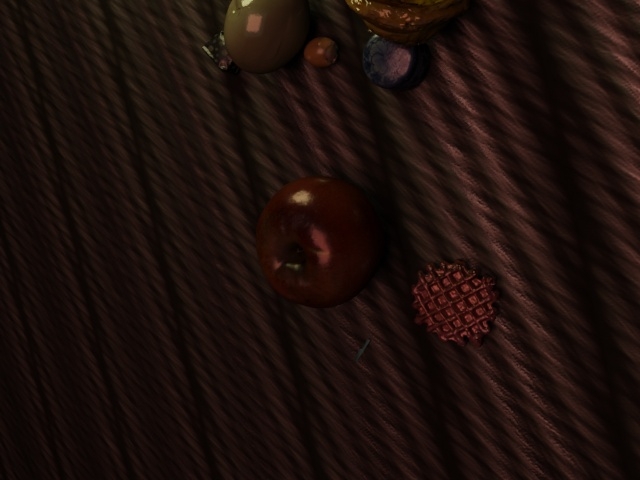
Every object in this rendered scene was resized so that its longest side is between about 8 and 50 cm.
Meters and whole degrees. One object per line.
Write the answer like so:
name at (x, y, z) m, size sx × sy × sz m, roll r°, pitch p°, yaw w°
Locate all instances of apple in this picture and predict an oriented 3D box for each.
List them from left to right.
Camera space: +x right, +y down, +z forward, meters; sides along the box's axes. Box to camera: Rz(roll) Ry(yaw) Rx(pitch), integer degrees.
apple at (0.000, 0.000, 1.697) m, size 0.349 × 0.277 × 0.348 m, roll 9°, pitch 106°, yaw 32°

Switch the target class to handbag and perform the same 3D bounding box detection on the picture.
handbag at (-0.259, -0.573, 1.891) m, size 0.139 × 0.072 × 0.115 m, roll -45°, pitch 72°, yaw 16°

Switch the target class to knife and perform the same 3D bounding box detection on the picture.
knife at (0.118, 0.314, 1.838) m, size 0.014 × 0.005 × 0.091 m, roll 37°, pitch 116°, yaw 20°

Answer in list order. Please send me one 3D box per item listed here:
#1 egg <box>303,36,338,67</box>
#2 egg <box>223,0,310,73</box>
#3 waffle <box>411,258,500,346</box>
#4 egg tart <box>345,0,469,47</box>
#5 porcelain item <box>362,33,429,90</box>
egg at (-0.001, -0.506, 1.726) m, size 0.096 × 0.080 × 0.080 m, roll 20°, pitch 109°, yaw 37°
egg at (-0.143, -0.575, 1.720) m, size 0.219 × 0.219 × 0.269 m, roll 37°, pitch 114°, yaw 22°
waffle at (0.338, 0.157, 1.643) m, size 0.234 × 0.055 × 0.221 m, roll 20°, pitch 108°, yaw 29°
egg tart at (0.199, -0.548, 1.499) m, size 0.290 × 0.290 × 0.115 m, roll 32°, pitch 142°, yaw 24°
porcelain item at (0.186, -0.448, 1.597) m, size 0.147 × 0.114 × 0.147 m, roll 5°, pitch 101°, yaw 30°
